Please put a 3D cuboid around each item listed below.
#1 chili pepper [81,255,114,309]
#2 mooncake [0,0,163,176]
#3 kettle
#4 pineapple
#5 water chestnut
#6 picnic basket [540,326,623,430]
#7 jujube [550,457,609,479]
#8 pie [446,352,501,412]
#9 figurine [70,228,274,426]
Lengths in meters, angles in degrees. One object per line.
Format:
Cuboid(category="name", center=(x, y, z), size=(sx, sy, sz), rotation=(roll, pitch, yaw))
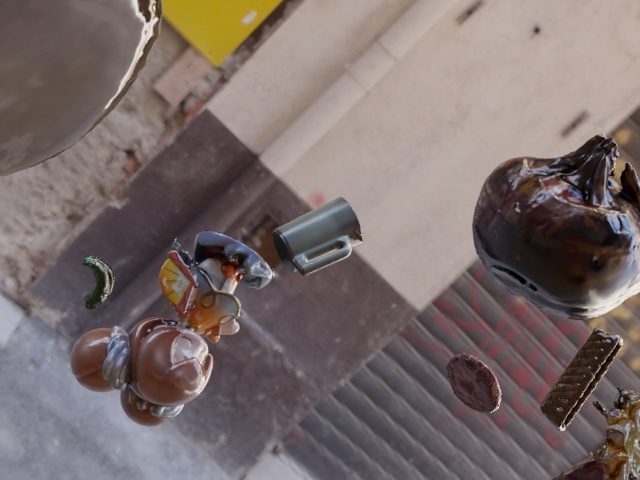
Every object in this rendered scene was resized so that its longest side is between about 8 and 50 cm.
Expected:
Cuboid(category="chili pepper", center=(-0.372, 0.071, 1.504), size=(0.035, 0.055, 0.118), rotation=(49, -35, 31))
Cuboid(category="mooncake", center=(-0.277, -0.180, 0.717), size=(0.155, 0.284, 0.284), rotation=(54, 10, 15))
Cuboid(category="kettle", center=(-0.001, 0.002, 1.655), size=(0.127, 0.148, 0.098), rotation=(59, -18, 19))
Cuboid(category="pineapple", center=(0.384, 0.246, 0.988), size=(0.221, 0.221, 0.047), rotation=(43, -29, -16))
Cuboid(category="water chestnut", center=(0.373, -0.015, 1.345), size=(0.289, 0.244, 0.289), rotation=(34, -8, 5))
Cuboid(category="picnic basket", center=(0.450, 0.237, 1.546), size=(0.055, 0.193, 0.110), rotation=(36, -2, 25))
Cuboid(category="jujube", center=(0.466, 0.457, 1.493), size=(0.197, 0.290, 0.197), rotation=(16, 62, -33))
Cuboid(category="pie", center=(0.337, 0.314, 1.954), size=(0.154, 0.036, 0.154), rotation=(38, -34, 32))
Cuboid(category="figurine", center=(-0.295, 0.177, 1.827), size=(0.248, 0.388, 0.276), rotation=(4, -33, 44))
